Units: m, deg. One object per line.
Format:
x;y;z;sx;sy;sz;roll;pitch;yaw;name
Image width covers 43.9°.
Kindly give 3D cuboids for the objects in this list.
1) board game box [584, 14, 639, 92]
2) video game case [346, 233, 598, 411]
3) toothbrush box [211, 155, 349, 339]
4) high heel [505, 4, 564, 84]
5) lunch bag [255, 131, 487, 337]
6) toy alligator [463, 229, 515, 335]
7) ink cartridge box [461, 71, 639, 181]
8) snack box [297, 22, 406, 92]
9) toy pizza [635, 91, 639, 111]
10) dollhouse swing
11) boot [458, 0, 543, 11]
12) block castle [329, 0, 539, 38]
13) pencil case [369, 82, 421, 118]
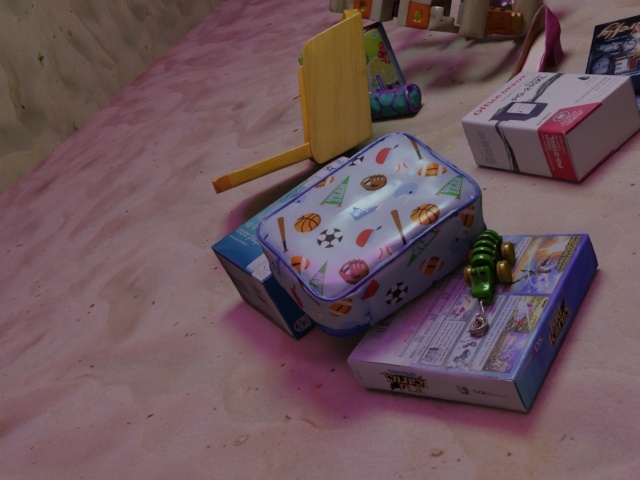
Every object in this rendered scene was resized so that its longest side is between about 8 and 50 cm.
0.578;-0.325;1.336;0.243;0.042;0.165;-7;47;37;board game box
0.204;0.096;1.052;0.244;0.061;0.269;-1;38;42;video game case
0.000;0.000;1.330;0.296;0.126;0.216;-35;28;-16;toothbrush box
0.413;-0.364;1.578;0.082;0.117;0.244;9;45;49;high heel
0.073;-0.021;1.129;0.303;0.115;0.243;-34;45;-13;lunch bag
0.210;0.039;1.019;0.056;0.051;0.189;-11;32;30;toy alligator
0.384;-0.199;1.344;0.172;0.100;0.237;-38;29;-20;ink cartridge box
0.077;-0.395;1.872;0.207;0.174;0.070;-16;27;23;snack box
0.572;-0.269;1.368;0.201;0.032;0.201;-23;27;12;toy pizza
-0.069;-0.267;1.575;0.305;0.315;0.347;-6;6;-1;dollhouse swing
0.445;-0.615;2.000;0.207;0.090;0.248;-15;34;20;boot
0.257;-0.602;1.809;0.453;0.212;0.303;23;27;37;block castle
0.151;-0.312;1.778;0.152;0.070;0.064;-1;38;40;pencil case
